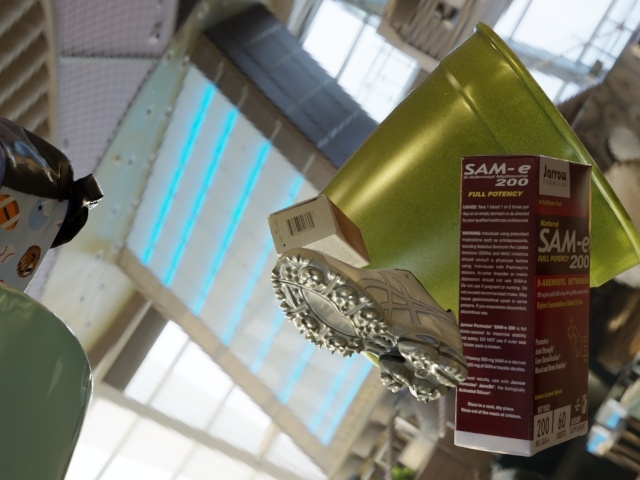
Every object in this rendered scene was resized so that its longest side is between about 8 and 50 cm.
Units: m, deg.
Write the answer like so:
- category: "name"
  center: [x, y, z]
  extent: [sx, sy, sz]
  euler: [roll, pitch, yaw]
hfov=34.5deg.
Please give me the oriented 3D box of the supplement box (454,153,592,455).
- category: "supplement box"
  center: [0.175, 0.051, 0.876]
  extent: [0.130, 0.073, 0.240]
  euler: [0, -90, -55]

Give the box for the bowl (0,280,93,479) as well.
- category: "bowl"
  center: [-0.321, 0.179, 0.760]
  extent: [0.163, 0.311, 0.312]
  euler: [-108, 33, -44]

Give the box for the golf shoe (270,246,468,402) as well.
- category: "golf shoe"
  center: [0.038, 0.048, 0.779]
  extent: [0.069, 0.176, 0.086]
  euler: [-35, 29, 35]

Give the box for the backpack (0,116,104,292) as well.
- category: "backpack"
  center: [-0.362, 0.006, 0.850]
  extent: [0.213, 0.276, 0.263]
  euler: [-2, -64, -64]

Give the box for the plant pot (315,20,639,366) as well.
- category: "plant pot"
  center: [0.160, -0.025, 1.312]
  extent: [0.353, 0.366, 0.366]
  euler: [-34, -4, 9]

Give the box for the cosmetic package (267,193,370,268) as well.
- category: "cosmetic package"
  center: [0.000, 0.000, 0.955]
  extent: [0.060, 0.041, 0.115]
  euler: [-20, -20, 11]
